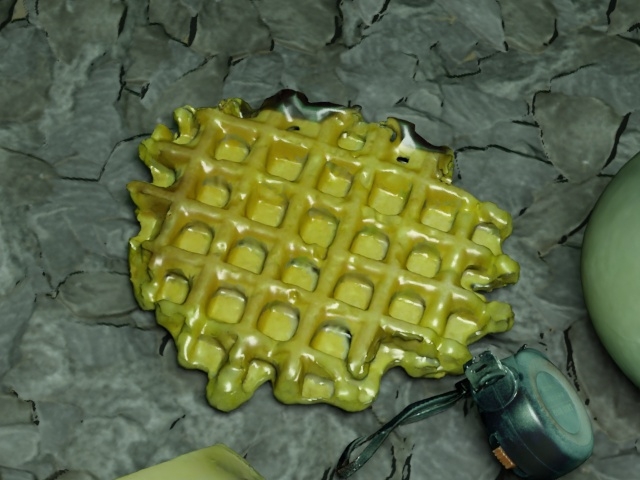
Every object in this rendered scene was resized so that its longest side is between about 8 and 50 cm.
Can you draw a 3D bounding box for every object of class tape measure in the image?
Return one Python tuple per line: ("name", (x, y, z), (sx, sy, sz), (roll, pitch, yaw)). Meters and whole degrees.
("tape measure", (0.112, 0.157, 1.301), (0.180, 0.104, 0.107), (-31, 79, 10))

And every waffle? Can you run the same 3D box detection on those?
("waffle", (0.000, -0.002, 1.381), (0.312, 0.060, 0.307), (-10, 60, -12))

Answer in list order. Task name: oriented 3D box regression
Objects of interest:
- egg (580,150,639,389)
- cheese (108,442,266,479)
("egg", (0.367, 0.043, 1.272), (0.352, 0.258, 0.258), (16, 57, 11))
("cheese", (-0.098, 0.295, 1.136), (0.259, 0.128, 0.316), (-18, 62, -19))
